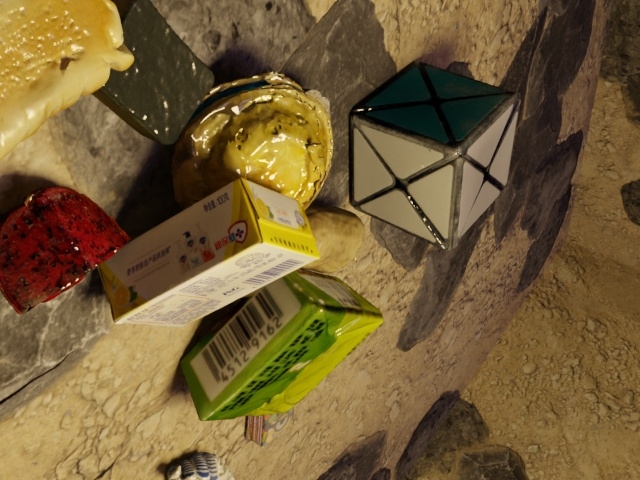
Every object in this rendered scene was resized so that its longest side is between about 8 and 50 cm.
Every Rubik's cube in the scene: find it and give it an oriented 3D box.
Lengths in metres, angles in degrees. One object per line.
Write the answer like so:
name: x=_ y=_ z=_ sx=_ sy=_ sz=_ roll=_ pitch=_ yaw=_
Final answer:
Rubik's cube: x=0.230 y=-0.179 z=1.523 sx=0.259 sy=0.260 sz=0.255 roll=-46 pitch=148 yaw=-35

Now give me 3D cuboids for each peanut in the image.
peanut: x=0.000 y=0.000 z=1.419 sx=0.224 sy=0.129 sz=0.129 roll=-4 pitch=117 yaw=-52

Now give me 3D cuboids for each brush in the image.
brush: x=-0.219 y=-0.212 z=0.935 sx=0.123 sy=0.059 sz=0.197 roll=-61 pitch=152 yaw=-8

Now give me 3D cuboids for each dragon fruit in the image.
dragon fruit: x=-0.327 y=0.000 z=0.931 sx=0.127 sy=0.120 sz=0.161 roll=64 pitch=15 yaw=-9

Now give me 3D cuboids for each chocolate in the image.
chocolate: x=-0.070 y=0.186 z=1.365 sx=0.301 sy=0.137 sz=0.288 roll=-44 pitch=155 yaw=14

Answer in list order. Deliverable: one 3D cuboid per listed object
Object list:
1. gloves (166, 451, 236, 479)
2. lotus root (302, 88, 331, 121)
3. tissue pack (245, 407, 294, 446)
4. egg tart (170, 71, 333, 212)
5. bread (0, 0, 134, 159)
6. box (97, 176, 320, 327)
gloves: x=-0.235 y=0.469 z=1.457 sx=0.119 sy=0.097 sz=0.229 roll=-59 pitch=157 yaw=-17
lotus root: x=-0.046 y=-0.193 z=1.227 sx=0.122 sy=0.081 sz=0.112 roll=-56 pitch=150 yaw=-13
tissue pack: x=-0.105 y=0.360 z=1.619 sx=0.108 sy=0.060 sz=0.148 roll=-35 pitch=142 yaw=-44
egg tart: x=-0.085 y=-0.111 z=1.112 sx=0.290 sy=0.107 sz=0.291 roll=-20 pitch=135 yaw=-21
bread: x=-0.326 y=-0.172 z=0.704 sx=0.311 sy=0.121 sz=0.173 roll=-49 pitch=134 yaw=-36
box: x=-0.156 y=0.026 z=1.055 sx=0.265 sy=0.097 sz=0.168 roll=-28 pitch=160 yaw=22
